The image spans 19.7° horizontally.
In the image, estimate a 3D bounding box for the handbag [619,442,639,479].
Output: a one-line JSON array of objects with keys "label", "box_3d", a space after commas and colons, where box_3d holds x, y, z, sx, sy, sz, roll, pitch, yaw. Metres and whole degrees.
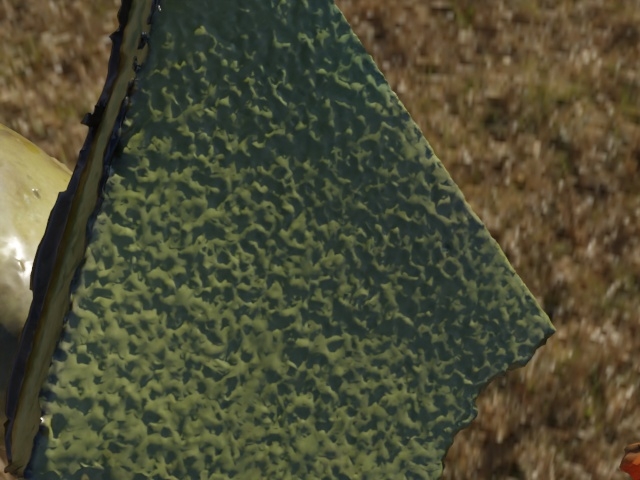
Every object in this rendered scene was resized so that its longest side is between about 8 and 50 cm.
[{"label": "handbag", "box_3d": [0.369, 0.231, 0.953, 0.410, 0.303, 0.116, 38, 61, -20]}]

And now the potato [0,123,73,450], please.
[{"label": "potato", "box_3d": [-0.206, 0.011, 1.045, 0.296, 0.141, 0.191, 43, 30, -3]}]

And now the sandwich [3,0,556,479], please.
[{"label": "sandwich", "box_3d": [0.000, 0.000, 0.733, 0.212, 0.063, 0.245, 19, 82, -26]}]
